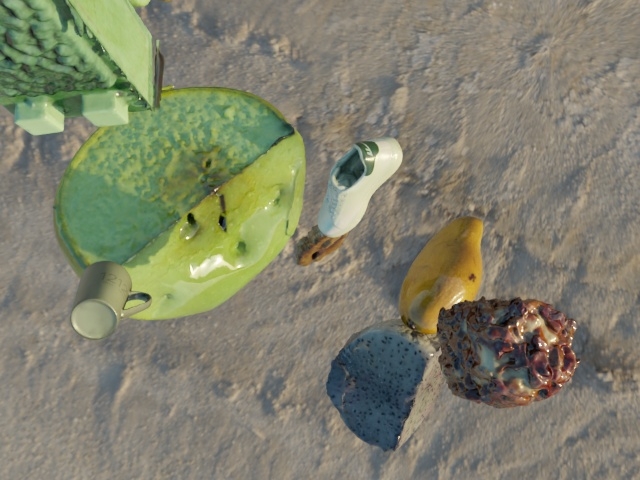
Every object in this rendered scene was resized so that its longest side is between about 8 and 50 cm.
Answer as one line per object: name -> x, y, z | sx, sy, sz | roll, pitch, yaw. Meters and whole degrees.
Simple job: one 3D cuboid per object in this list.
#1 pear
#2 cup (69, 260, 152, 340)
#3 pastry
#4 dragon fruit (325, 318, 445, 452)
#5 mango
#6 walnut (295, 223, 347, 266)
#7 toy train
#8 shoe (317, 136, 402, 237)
pear -> -0.194, -0.035, 1.093 | 0.342, 0.318, 0.238 | -39, 63, -15
cup -> -0.222, 0.068, 0.787 | 0.074, 0.083, 0.054 | 36, 105, -20
pastry -> 0.163, 0.103, 0.684 | 0.115, 0.208, 0.097 | -2, 80, -3
dragon fruit -> 0.159, 0.284, 1.664 | 0.203, 0.221, 0.283 | 29, 116, 25
mango -> 0.263, 0.076, 1.581 | 0.120, 0.295, 0.177 | 49, 141, -16
walnut -> 0.000, 0.000, 1.918 | 0.069, 0.142, 0.170 | 57, 137, 13
toy train -> -0.223, -0.209, 0.583 | 0.158, 0.272, 0.189 | -4, 76, 5
shoe -> 0.046, -0.104, 1.469 | 0.265, 0.110, 0.095 | -52, 59, 35
